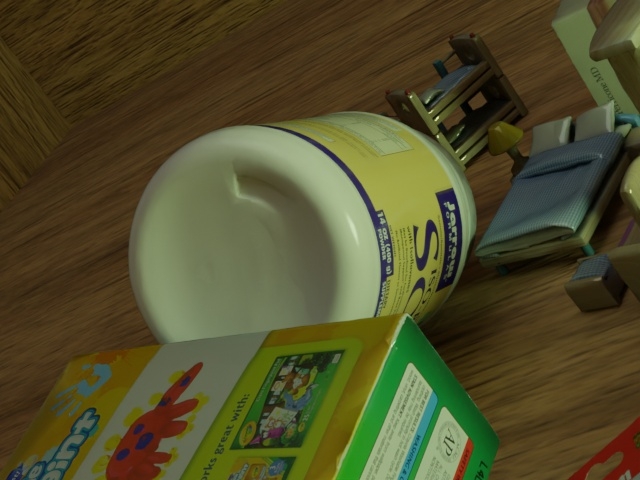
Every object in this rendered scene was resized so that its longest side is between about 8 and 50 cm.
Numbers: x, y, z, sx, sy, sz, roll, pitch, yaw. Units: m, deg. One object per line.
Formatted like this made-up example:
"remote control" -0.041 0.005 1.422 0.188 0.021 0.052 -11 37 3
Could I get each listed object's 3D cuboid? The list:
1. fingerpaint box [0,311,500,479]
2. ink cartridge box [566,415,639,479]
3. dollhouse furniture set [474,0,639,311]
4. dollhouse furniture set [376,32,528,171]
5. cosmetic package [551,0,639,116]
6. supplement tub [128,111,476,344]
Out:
"fingerpaint box" -0.118 0.283 0.903 0.371 0.163 0.445 -11 39 38
"ink cartridge box" 0.179 0.192 0.843 0.145 0.045 0.179 -48 17 24
"dollhouse furniture set" 0.223 -0.081 1.211 0.303 0.198 0.286 -15 29 46
"dollhouse furniture set" 0.146 -0.181 1.655 0.129 0.129 0.183 -42 21 -15
"cosmetic package" 0.419 -0.257 1.352 0.296 0.153 0.129 -22 23 37
"supplement tub" 0.000 0.000 1.209 0.241 0.241 0.331 -25 -3 28
